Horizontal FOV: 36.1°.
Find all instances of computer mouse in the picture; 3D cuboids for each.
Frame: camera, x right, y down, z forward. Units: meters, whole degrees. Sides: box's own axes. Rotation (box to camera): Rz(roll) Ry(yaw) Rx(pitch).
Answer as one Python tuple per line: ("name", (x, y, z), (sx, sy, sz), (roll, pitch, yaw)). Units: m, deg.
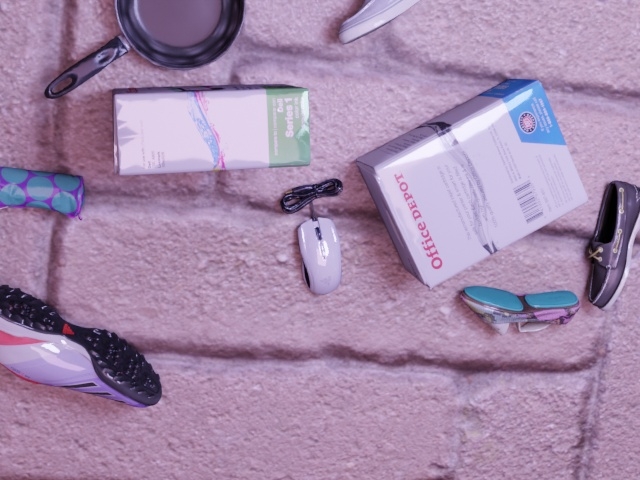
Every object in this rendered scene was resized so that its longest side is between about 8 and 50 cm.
("computer mouse", (0.000, 0.000, 1.621), (0.106, 0.042, 0.193), (-14, 104, -11))

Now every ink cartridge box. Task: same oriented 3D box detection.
("ink cartridge box", (-0.169, -0.170, 1.463), (0.278, 0.201, 0.117), (-4, 102, -12))
("ink cartridge box", (0.245, -0.098, 1.613), (0.307, 0.129, 0.223), (-28, 107, -6))

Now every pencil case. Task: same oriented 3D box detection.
("pencil case", (-0.436, -0.072, 1.493), (0.151, 0.064, 0.070), (5, 84, -14))

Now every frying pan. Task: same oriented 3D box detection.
("frying pan", (-0.248, -0.305, 1.496), (0.197, 0.053, 0.326), (33, 95, -17))

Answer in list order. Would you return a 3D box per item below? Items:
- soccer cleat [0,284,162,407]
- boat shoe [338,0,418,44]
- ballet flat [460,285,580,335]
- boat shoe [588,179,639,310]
("soccer cleat", (-0.402, 0.189, 1.547), (0.318, 0.109, 0.116), (31, 114, -19))
("boat shoe", (0.110, -0.395, 1.553), (0.227, 0.079, 0.081), (-36, 98, -9))
("ballet flat", (0.346, 0.126, 1.719), (0.221, 0.077, 0.079), (2, 120, -14))
("boat shoe", (0.507, 0.008, 1.725), (0.068, 0.081, 0.228), (17, 90, -13))
